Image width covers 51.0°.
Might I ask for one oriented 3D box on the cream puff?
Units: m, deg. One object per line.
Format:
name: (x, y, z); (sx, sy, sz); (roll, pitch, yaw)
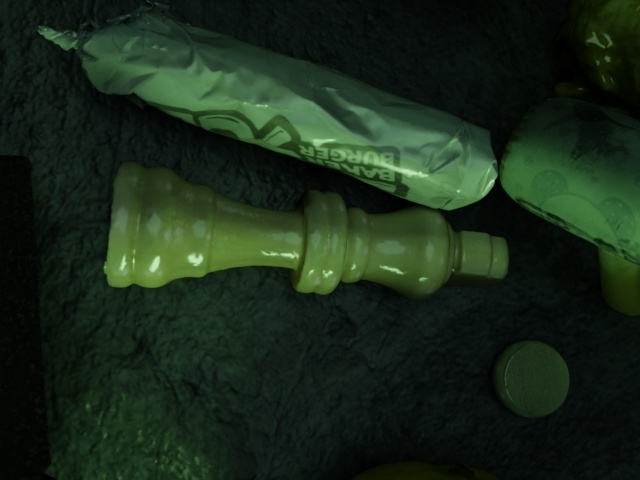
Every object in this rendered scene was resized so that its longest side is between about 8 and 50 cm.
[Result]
cream puff: (0.322, -0.138, 0.679); (0.185, 0.282, 0.282); (-27, 91, 23)

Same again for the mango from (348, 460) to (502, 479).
mango: (0.055, 0.354, 0.614); (0.365, 0.182, 0.253); (-35, 96, -1)

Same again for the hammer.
hammer: (0.293, 0.000, 0.650); (0.113, 0.202, 0.305); (-46, 139, -5)

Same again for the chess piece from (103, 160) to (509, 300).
chess piece: (0.000, 0.000, 0.662); (0.397, 0.117, 0.117); (5, 84, -13)

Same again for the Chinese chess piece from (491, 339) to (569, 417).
Chinese chess piece: (0.228, 0.150, 0.730); (0.084, 0.034, 0.084); (1, 83, -11)

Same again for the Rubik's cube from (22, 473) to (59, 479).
Rubik's cube: (-0.306, 0.346, 0.393); (0.362, 0.359, 0.363); (-4, 89, -44)

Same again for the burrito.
burrito: (-0.046, -0.138, 0.652); (0.445, 0.139, 0.101); (18, 111, -3)

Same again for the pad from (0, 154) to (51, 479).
pad: (-0.335, 0.045, 0.522); (0.220, 0.004, 0.330); (-1, 50, -25)
